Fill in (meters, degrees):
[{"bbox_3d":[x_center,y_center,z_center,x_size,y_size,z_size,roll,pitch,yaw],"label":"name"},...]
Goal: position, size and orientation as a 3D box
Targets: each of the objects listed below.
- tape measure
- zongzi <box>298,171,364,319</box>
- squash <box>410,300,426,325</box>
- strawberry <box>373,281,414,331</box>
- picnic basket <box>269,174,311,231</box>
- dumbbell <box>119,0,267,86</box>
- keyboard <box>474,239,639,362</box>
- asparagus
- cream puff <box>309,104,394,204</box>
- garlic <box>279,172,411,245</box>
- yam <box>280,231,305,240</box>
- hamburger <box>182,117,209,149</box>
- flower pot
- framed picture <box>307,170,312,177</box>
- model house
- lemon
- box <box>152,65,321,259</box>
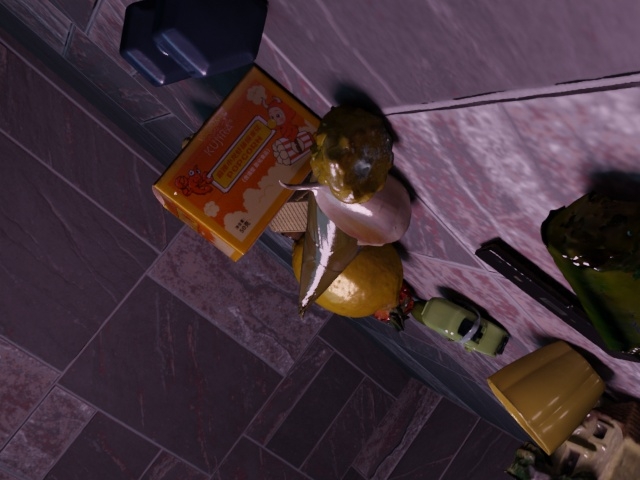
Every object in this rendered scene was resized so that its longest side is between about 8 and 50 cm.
[{"bbox_3d":[0.339,0.200,1.475,0.175,0.106,0.200,28,-179,-44],"label":"tape measure"},{"bbox_3d":[0.000,0.000,1.212,0.123,0.289,0.260,30,166,25],"label":"zongzi"},{"bbox_3d":[0.323,0.218,1.708,0.066,0.066,0.252,42,170,-25],"label":"squash"},{"bbox_3d":[0.184,0.142,1.762,0.286,0.106,0.188,46,153,33],"label":"strawberry"},{"bbox_3d":[-0.053,-0.083,1.363,0.164,0.079,0.115,-2,146,22],"label":"picnic basket"},{"bbox_3d":[-0.209,-0.323,0.927,0.325,0.160,0.144,19,128,60],"label":"dumbbell"},{"bbox_3d":[0.411,0.105,1.033,0.317,0.027,0.106,38,173,1],"label":"keyboard"},{"bbox_3d":[0.389,0.071,0.753,0.128,0.108,0.382,24,165,48],"label":"asparagus"},{"bbox_3d":[0.039,-0.136,0.929,0.116,0.146,0.146,29,167,44],"label":"cream puff"},{"bbox_3d":[0.067,-0.073,1.058,0.266,0.148,0.128,38,-168,-36],"label":"garlic"},{"bbox_3d":[-0.057,-0.064,1.577,0.084,0.127,0.084,26,-172,-4],"label":"yam"},{"bbox_3d":[-0.217,-0.191,1.529,0.259,0.144,0.283,30,164,40],"label":"hamburger"},{"bbox_3d":[0.475,0.313,1.240,0.195,0.179,0.195,53,179,1],"label":"flower pot"},{"bbox_3d":[-0.132,-0.106,1.447,0.296,0.019,0.232,7,148,9],"label":"framed picture"},{"bbox_3d":[0.585,0.459,1.286,0.261,0.266,0.321,33,172,-12],"label":"model house"},{"bbox_3d":[0.064,0.063,1.440,0.263,0.236,0.236,34,171,-18],"label":"lemon"},{"bbox_3d":[-0.153,-0.135,1.157,0.214,0.283,0.259,37,169,-5],"label":"box"}]
